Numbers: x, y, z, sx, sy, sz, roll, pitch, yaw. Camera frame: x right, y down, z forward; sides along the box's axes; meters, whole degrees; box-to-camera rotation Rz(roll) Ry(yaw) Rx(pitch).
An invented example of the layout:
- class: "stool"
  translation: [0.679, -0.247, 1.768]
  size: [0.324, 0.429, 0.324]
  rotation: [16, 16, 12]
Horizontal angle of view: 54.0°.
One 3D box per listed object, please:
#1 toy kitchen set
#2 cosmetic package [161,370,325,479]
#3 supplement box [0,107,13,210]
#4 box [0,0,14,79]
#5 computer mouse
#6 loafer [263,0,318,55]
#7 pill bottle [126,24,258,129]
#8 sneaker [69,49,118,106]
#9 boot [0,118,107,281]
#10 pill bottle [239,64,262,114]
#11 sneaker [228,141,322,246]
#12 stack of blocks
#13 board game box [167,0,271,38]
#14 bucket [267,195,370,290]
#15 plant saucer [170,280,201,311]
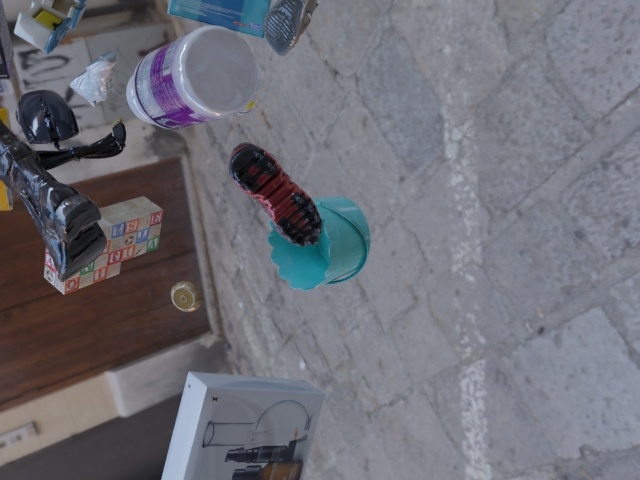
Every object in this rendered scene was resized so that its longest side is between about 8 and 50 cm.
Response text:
- class: "toy kitchen set"
  translation: [-0.403, -0.430, 1.060]
  size: [0.207, 0.122, 0.166]
  rotation: [-53, 21, 32]
- class: "cosmetic package"
  translation: [-0.169, 0.466, 1.267]
  size: [0.097, 0.284, 0.377]
  rotation: [16, 93, 56]
- class: "supplement box"
  translation: [-0.942, -0.201, 1.513]
  size: [0.194, 0.357, 0.195]
  rotation: [129, 137, -58]
- class: "box"
  translation: [-0.720, -0.460, 1.403]
  size: [0.162, 0.029, 0.116]
  rotation: [98, 161, -44]
- class: "computer mouse"
  translation: [-0.465, -0.228, 1.163]
  size: [0.262, 0.184, 0.060]
  rotation: [-124, 29, -43]
- class: "loafer"
  translation: [-0.046, -0.495, 1.347]
  size: [0.094, 0.087, 0.251]
  rotation: [52, 147, 4]
- class: "pill bottle"
  translation: [-0.271, -0.311, 1.255]
  size: [0.302, 0.169, 0.169]
  rotation: [2, 110, 52]
- class: "sneaker"
  translation: [-0.379, -0.281, 1.090]
  size: [0.152, 0.053, 0.061]
  rotation: [-15, 120, 51]
- class: "boot"
  translation: [-0.464, -0.069, 1.035]
  size: [0.229, 0.091, 0.263]
  rotation: [41, 143, 8]
- class: "pill bottle"
  translation: [-0.157, -0.318, 1.308]
  size: [0.065, 0.065, 0.116]
  rotation: [65, 156, 11]
- class: "sneaker"
  translation: [-0.094, -0.102, 1.306]
  size: [0.276, 0.098, 0.135]
  rotation: [49, -176, -31]
- class: "stack of blocks"
  translation: [-0.565, 0.006, 1.655]
  size: [0.087, 0.297, 0.171]
  rotation: [33, 123, 24]
- class: "board game box"
  translation: [-0.239, -0.724, 1.624]
  size: [0.079, 0.254, 0.336]
  rotation: [-133, 55, -63]
- class: "bucket"
  translation: [0.000, 0.000, 1.823]
  size: [0.281, 0.183, 0.281]
  rotation: [17, 113, 45]
- class: "plant saucer"
  translation: [-0.341, 0.144, 1.583]
  size: [0.015, 0.083, 0.083]
  rotation: [-54, -47, -70]
